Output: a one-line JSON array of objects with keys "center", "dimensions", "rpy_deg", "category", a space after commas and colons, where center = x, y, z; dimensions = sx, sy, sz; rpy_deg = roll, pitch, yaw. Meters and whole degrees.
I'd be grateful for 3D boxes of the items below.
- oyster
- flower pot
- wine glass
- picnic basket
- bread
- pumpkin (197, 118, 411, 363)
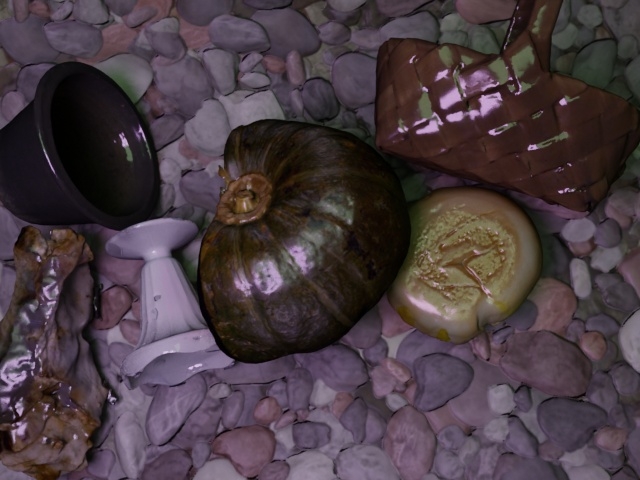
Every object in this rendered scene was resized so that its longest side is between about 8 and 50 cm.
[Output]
[{"center": [-0.363, 0.150, 1.016], "dimensions": [0.198, 0.133, 0.336], "rpy_deg": [13, 85, -1], "category": "oyster"}, {"center": [-0.348, -0.107, 1.036], "dimensions": [0.148, 0.235, 0.235], "rpy_deg": [-18, 77, 21], "category": "flower pot"}, {"center": [-0.202, 0.083, 1.004], "dimensions": [0.165, 0.165, 0.196], "rpy_deg": [-21, 73, 0], "category": "wine glass"}, {"center": [0.241, -0.219, 0.944], "dimensions": [0.338, 0.293, 0.336], "rpy_deg": [1, 95, 7], "category": "picnic basket"}, {"center": [0.180, 0.028, 1.006], "dimensions": [0.214, 0.105, 0.213], "rpy_deg": [-1, 80, 8], "category": "bread"}, {"center": [0.000, 0.000, 0.955], "dimensions": [0.232, 0.242, 0.324], "rpy_deg": [-1, 62, 18], "category": "pumpkin"}]
